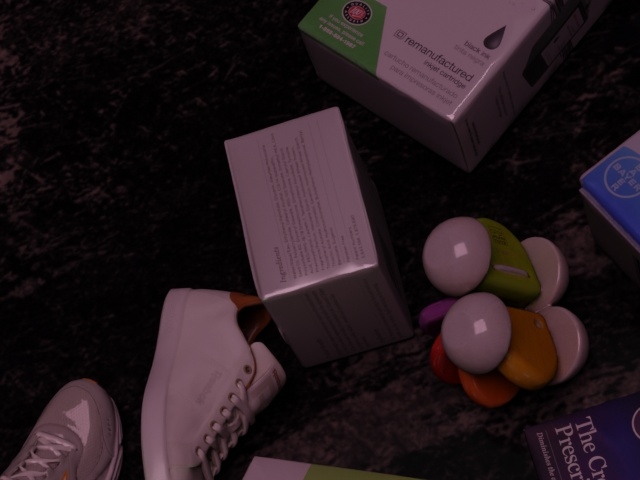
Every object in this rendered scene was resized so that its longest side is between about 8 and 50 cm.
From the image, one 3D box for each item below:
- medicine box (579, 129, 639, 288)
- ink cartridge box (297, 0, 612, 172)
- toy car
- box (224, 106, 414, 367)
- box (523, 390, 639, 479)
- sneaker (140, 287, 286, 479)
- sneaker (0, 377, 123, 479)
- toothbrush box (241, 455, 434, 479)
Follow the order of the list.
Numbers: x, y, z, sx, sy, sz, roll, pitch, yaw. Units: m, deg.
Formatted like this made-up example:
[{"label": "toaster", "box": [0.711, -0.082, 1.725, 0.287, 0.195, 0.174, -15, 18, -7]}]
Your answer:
[{"label": "medicine box", "box": [0.434, -0.028, 1.789, 0.289, 0.149, 0.263, -39, 62, -4]}, {"label": "ink cartridge box", "box": [0.151, -0.249, 1.982, 0.211, 0.121, 0.289, 34, 77, 25]}, {"label": "toy car", "box": [0.155, 0.072, 1.835, 0.136, 0.159, 0.182, -36, 55, 39]}, {"label": "box", "box": [0.000, 0.000, 1.871, 0.119, 0.181, 0.182, -17, 62, 6]}, {"label": "box", "box": [0.306, 0.269, 1.712, 0.184, 0.103, 0.261, -18, 62, 3]}, {"label": "sneaker", "box": [-0.099, 0.156, 1.843, 0.123, 0.106, 0.290, -2, 49, 8]}, {"label": "sneaker", "box": [-0.274, 0.246, 1.862, 0.099, 0.121, 0.262, 15, 70, 20]}, {"label": "toothbrush box", "box": [0.043, 0.316, 1.695, 0.283, 0.122, 0.206, 6, 44, 22]}]
